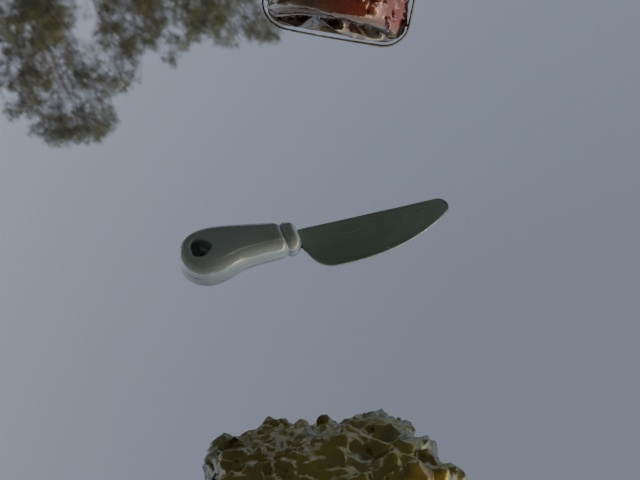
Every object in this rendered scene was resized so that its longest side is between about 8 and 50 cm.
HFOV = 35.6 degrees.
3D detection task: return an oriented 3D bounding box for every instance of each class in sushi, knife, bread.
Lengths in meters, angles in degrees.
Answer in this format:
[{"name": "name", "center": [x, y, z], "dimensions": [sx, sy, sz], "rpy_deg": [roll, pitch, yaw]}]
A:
[{"name": "sushi", "center": [0.016, 0.352, 0.885], "dimensions": [0.240, 0.351, 0.396], "rpy_deg": [-6, -95, 0]}, {"name": "knife", "center": [0.000, 0.001, 1.170], "dimensions": [0.331, 0.044, 0.080], "rpy_deg": [-9, -133, -8]}, {"name": "bread", "center": [0.027, -0.364, 1.447], "dimensions": [0.224, 0.212, 0.142], "rpy_deg": [12, -88, 3]}]
